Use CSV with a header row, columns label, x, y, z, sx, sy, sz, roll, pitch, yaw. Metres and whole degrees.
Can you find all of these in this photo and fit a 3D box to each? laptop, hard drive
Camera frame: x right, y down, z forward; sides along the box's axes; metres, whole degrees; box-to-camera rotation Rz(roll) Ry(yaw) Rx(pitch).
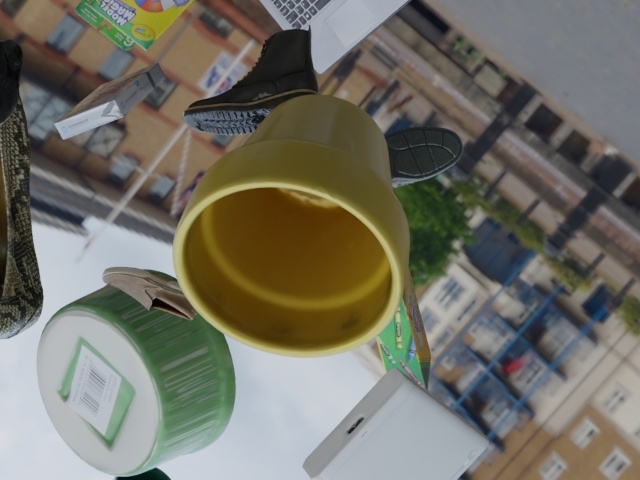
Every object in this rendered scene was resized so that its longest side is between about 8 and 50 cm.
label,x,y,z,sx,sy,sz,roll,pitch,yaw
laptop,-0.068,-0.568,2.198,0.408,0.382,0.236,51,-134,-6
hard drive,0.126,0.331,1.583,0.040,0.203,0.307,45,-177,43

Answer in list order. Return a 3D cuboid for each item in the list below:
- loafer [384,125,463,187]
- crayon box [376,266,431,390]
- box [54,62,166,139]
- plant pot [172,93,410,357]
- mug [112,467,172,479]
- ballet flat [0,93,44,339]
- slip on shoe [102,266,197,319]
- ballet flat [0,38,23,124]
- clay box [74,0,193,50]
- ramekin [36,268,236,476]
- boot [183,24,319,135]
label,x,y,z,sx,sy,sz,roll,pitch,yaw
loafer,0.117,-0.133,1.787,0.084,0.267,0.096,93,160,-84
crayon box,0.166,0.174,2.176,0.165,0.081,0.278,-68,-36,-67
box,-0.387,-0.259,1.876,0.038,0.145,0.186,63,-151,-22
plant pot,-0.018,-0.037,1.160,0.254,0.254,0.239,37,-143,-20
mug,-0.368,0.508,1.965,0.158,0.097,0.129,17,-150,-29
ballet flat,-0.534,-0.079,1.567,0.182,0.164,0.483,-24,-73,-76
slip on shoe,-0.224,0.070,1.335,0.135,0.041,0.051,17,154,-7
ballet flat,-0.450,-0.212,1.408,0.057,0.049,0.173,37,-143,-34
clay box,-0.277,-0.408,1.640,0.127,0.222,0.053,36,-166,-41
ramekin,-0.290,0.207,1.540,0.303,0.303,0.148,42,-146,19
boot,-0.098,-0.232,1.463,0.077,0.198,0.137,65,-159,-68
